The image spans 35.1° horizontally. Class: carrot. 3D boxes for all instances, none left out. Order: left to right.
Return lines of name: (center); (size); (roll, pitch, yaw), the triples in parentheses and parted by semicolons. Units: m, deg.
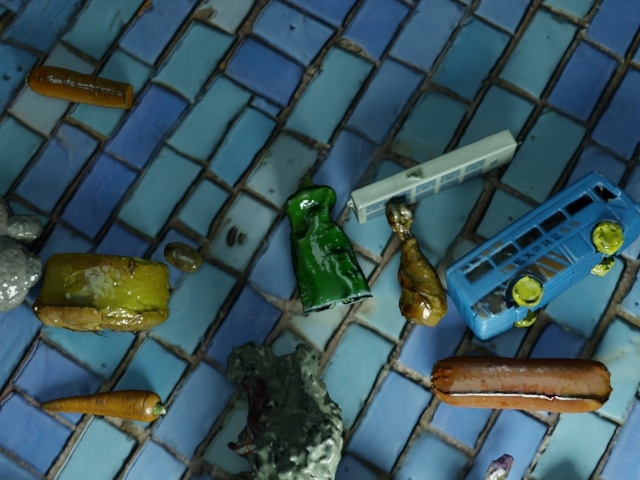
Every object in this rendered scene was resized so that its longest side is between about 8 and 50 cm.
carrot: (-0.501, -0.316, 2.096); (0.225, 0.067, 0.067); (12, 76, 5)
carrot: (-0.413, 0.313, 1.934); (0.257, 0.061, 0.061); (0, 75, 12)

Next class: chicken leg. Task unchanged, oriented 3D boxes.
chicken leg: (0.179, 0.044, 1.932); (0.087, 0.107, 0.251); (-12, 82, -23)

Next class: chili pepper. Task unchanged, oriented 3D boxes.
chili pepper: (0.000, 0.000, 1.970); (0.136, 0.099, 0.270); (-19, 80, 24)

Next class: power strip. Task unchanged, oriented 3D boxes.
power strip: (0.227, -0.127, 1.983); (0.367, 0.106, 0.043); (-22, 73, -3)

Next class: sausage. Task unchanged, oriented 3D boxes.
sausage: (0.369, 0.265, 1.876); (0.330, 0.102, 0.102); (2, 75, 5)

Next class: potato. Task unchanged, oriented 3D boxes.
potato: (-0.272, 0.032, 2.002); (0.083, 0.040, 0.051); (25, 83, 11)

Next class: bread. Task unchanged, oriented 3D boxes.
bread: (-0.425, 0.097, 1.941); (0.261, 0.147, 0.160); (7, 78, 5)

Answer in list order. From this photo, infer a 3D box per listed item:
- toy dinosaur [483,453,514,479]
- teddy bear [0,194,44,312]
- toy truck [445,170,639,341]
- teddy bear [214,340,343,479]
toy dinosaur: (0.240, 0.473, 1.782); (0.251, 0.199, 0.072); (-7, 36, -35)
teddy bear: (-0.650, 0.019, 1.969); (0.236, 0.151, 0.267); (-33, 75, -3)
toy truck: (0.425, 0.030, 1.907); (0.385, 0.161, 0.162); (-33, 67, -5)
teddy bear: (-0.067, 0.349, 1.743); (0.224, 0.367, 0.357); (11, 80, -7)
